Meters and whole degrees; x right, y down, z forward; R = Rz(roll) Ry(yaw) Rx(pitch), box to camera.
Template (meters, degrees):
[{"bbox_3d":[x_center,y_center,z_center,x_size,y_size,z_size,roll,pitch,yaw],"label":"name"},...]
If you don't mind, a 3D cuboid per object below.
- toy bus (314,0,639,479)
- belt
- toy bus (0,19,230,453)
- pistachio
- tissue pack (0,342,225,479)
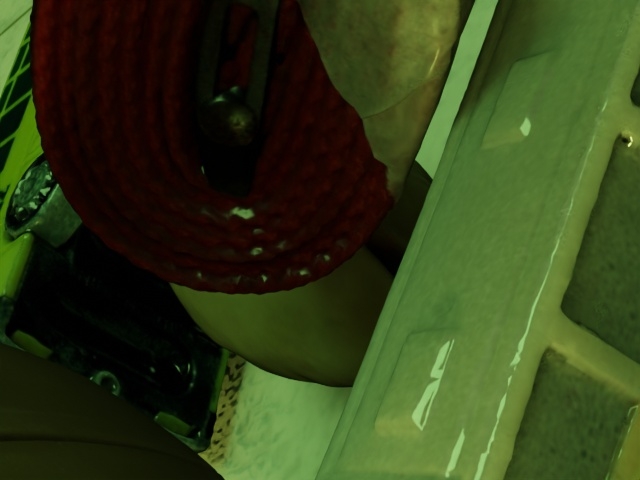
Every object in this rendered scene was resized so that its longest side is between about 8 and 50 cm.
[{"bbox_3d":[0.110,-0.036,0.551,0.097,0.138,0.342,-10,54,56],"label":"toy bus"},{"bbox_3d":[-0.013,-0.089,0.585,0.201,0.128,0.124,109,180,-46],"label":"belt"},{"bbox_3d":[-0.103,-0.015,0.896,0.150,0.128,0.262,-29,37,46],"label":"toy bus"},{"bbox_3d":[0.000,0.000,0.722,0.108,0.126,0.185,-32,33,-16],"label":"pistachio"},{"bbox_3d":[-0.163,0.155,0.493,0.277,0.387,0.267,45,105,20],"label":"tissue pack"}]
